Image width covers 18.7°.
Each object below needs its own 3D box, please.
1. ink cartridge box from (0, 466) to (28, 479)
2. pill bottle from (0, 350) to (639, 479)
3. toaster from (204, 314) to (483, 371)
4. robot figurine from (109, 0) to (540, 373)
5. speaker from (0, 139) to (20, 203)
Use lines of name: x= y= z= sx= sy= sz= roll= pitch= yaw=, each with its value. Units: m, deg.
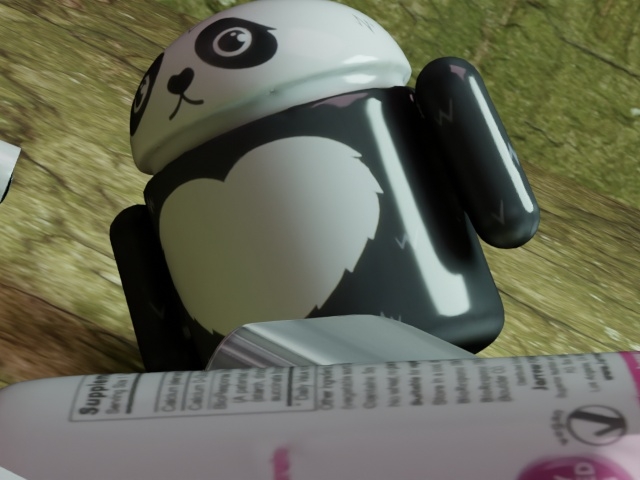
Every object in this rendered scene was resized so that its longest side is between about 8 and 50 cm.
ink cartridge box: x=0.016 y=0.215 z=0.306 sx=0.395 sy=0.151 sz=0.270 roll=23 pitch=23 yaw=13
pill bottle: x=-0.022 y=0.116 z=0.552 sx=0.283 sy=0.160 sz=0.160 roll=-3 pitch=13 yaw=1
toaster: x=0.007 y=0.126 z=0.752 sx=0.110 sy=0.168 sz=0.185 roll=26 pitch=11 yaw=22
robot figurine: x=-0.003 y=0.001 z=1.081 sx=0.209 sy=0.278 sz=0.173 roll=-17 pitch=-10 yaw=-13
speaker: x=-0.268 y=-0.060 z=1.276 sx=0.136 sy=0.055 sz=0.055 roll=21 pitch=12 yaw=-10
